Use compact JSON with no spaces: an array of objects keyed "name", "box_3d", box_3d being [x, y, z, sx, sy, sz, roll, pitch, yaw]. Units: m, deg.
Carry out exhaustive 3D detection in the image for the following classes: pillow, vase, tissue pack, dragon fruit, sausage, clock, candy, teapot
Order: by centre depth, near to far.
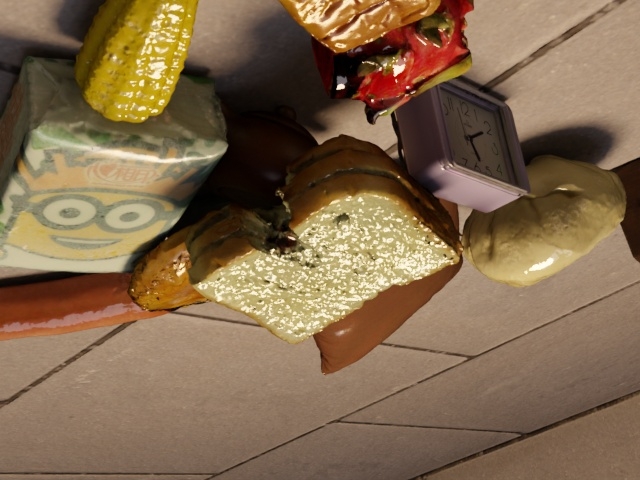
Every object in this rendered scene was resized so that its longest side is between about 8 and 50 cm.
[{"name":"candy","box_3d":[-0.175,-0.212,1.004,0.106,0.094,0.199,3,144,-30]},{"name":"dragon fruit","box_3d":[0.081,-0.213,1.054,0.172,0.160,0.166,-11,114,-13]},{"name":"tissue pack","box_3d":[-0.274,-0.078,1.201,0.228,0.128,0.311,3,150,-31]},{"name":"teapot","box_3d":[-0.046,-0.097,1.262,0.252,0.135,0.178,26,171,-33]},{"name":"clock","box_3d":[0.180,-0.127,1.297,0.073,0.145,0.193,-26,154,37]},{"name":"vase","box_3d":[-0.111,-0.038,1.431,0.214,0.086,0.086,-19,155,3]},{"name":"pillow","box_3d":[0.092,0.039,1.530,0.308,0.108,0.305,-39,147,-15]},{"name":"sausage","box_3d":[-0.428,0.102,1.560,0.419,0.094,0.094,-8,170,-11]}]

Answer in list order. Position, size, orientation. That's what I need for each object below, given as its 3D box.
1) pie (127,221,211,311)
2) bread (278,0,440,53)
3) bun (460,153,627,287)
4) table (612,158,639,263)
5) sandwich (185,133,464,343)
[{"name":"pie","box_3d":[-0.136,0.032,1.362,0.273,0.069,0.273,-17,166,-4]},{"name":"bread","box_3d":[0.021,-0.272,0.893,0.149,0.158,0.143,-18,157,21]},{"name":"bun","box_3d":[0.325,-0.036,1.532,0.259,0.160,0.259,-38,-173,5]},{"name":"table","box_3d":[0.599,-0.048,1.641,0.193,0.172,0.169,-25,154,23]},{"name":"sandwich","box_3d":[0.000,0.001,1.190,0.273,0.095,0.249,-30,143,21]}]
